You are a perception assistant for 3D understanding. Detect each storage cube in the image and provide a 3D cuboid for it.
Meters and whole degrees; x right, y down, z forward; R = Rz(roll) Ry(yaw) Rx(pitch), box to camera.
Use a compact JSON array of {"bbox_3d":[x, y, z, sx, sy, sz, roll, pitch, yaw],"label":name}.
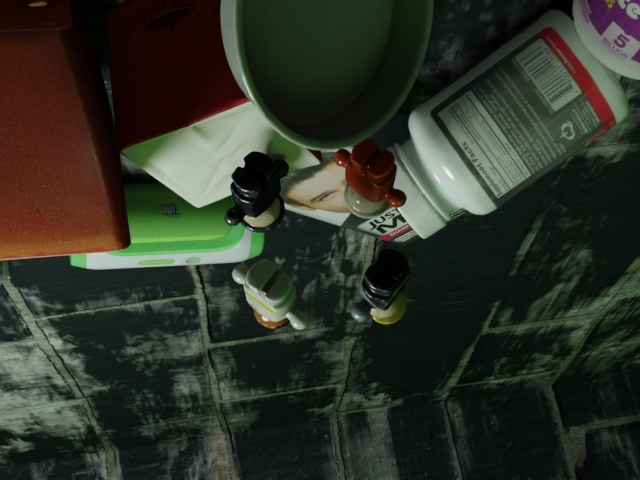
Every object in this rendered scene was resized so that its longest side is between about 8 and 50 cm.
[{"bbox_3d":[-0.128,-0.181,1.220,0.184,0.193,0.215,-18,155,17],"label":"storage cube"}]

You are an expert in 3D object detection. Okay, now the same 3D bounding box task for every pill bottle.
[{"bbox_3d":[0.421,-0.328,1.141,0.169,0.169,0.301,-2,154,-17],"label":"pill bottle"},{"bbox_3d":[0.229,-0.145,1.353,0.318,0.176,0.176,-35,150,10],"label":"pill bottle"}]

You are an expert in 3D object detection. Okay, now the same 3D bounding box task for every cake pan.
[{"bbox_3d":[0.007,-0.244,1.084,0.054,0.293,0.293,18,179,43],"label":"cake pan"}]

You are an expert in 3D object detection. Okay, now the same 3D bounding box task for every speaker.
[{"bbox_3d":[-0.242,-0.023,1.594,0.297,0.131,0.131,-3,155,-16],"label":"speaker"}]

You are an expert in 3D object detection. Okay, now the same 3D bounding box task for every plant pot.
[{"bbox_3d":[-0.354,-0.145,1.110,0.267,0.267,0.235,-4,119,-12],"label":"plant pot"}]

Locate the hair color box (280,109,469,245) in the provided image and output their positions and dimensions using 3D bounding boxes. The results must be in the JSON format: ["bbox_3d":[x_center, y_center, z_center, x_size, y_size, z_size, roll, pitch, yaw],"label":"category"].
[{"bbox_3d":[0.067,-0.109,1.545,0.185,0.113,0.374,-29,148,36],"label":"hair color box"}]

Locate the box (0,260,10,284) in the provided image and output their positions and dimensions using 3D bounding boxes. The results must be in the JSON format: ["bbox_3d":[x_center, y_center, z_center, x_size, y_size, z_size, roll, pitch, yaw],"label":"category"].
[{"bbox_3d":[-0.693,0.043,1.623,0.242,0.076,0.307,-27,150,32],"label":"box"}]

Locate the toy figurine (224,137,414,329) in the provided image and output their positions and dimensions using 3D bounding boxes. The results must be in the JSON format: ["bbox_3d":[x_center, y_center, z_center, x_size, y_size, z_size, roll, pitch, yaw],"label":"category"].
[{"bbox_3d":[0.000,0.000,1.180,0.213,0.209,0.148,-8,161,-3],"label":"toy figurine"}]
